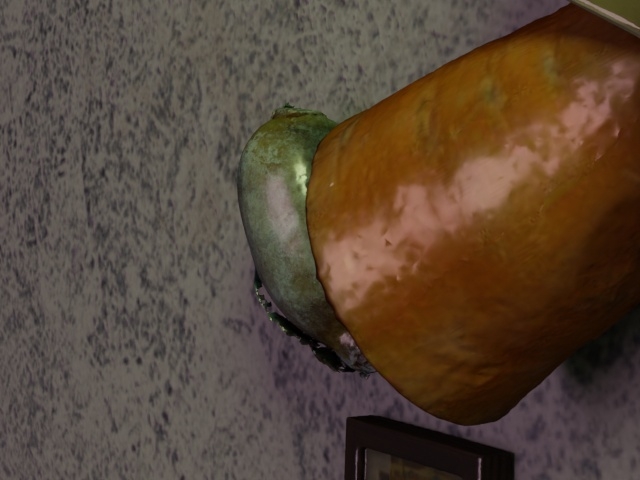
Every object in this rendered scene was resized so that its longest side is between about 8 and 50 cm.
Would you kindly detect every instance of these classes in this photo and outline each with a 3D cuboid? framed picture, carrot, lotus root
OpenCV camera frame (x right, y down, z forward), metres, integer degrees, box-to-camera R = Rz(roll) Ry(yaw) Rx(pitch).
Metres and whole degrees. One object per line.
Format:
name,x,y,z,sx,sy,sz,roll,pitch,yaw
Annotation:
framed picture,0.055,0.189,0.943,0.128,0.023,0.168,8,97,56
carrot,0.116,-0.037,0.760,0.225,0.159,0.159,-37,60,34
lotus root,-0.003,0.001,0.977,0.088,0.088,0.165,-20,84,55

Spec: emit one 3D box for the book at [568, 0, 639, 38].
book,0.133,-0.190,0.700,0.138,0.016,0.198,33,91,30
